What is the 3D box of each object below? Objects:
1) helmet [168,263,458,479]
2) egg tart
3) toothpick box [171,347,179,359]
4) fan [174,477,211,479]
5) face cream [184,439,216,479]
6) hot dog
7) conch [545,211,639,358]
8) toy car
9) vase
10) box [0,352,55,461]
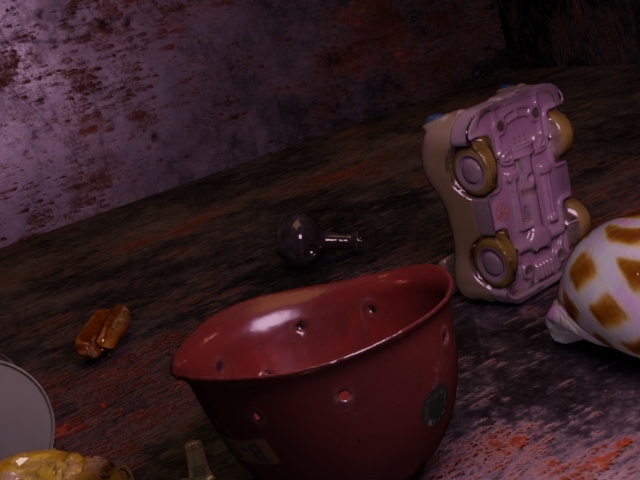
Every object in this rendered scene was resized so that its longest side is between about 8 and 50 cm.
[{"bbox_3d":[0.012,0.190,1.150,0.338,0.230,0.385,-26,11,-35],"label":"helmet"},{"bbox_3d":[-0.374,0.339,1.240,0.279,0.095,0.279,-10,11,2],"label":"egg tart"},{"bbox_3d":[-0.211,0.208,1.633,0.083,0.047,0.047,0,22,42],"label":"toothpick box"},{"bbox_3d":[-0.202,0.339,1.156,0.240,0.009,0.131,-17,32,-35],"label":"fan"},{"bbox_3d":[-0.168,0.305,1.305,0.038,0.020,0.115,-17,17,-9],"label":"face cream"},{"bbox_3d":[-0.430,0.184,1.894,0.092,0.062,0.235,-14,13,5],"label":"hot dog"},{"bbox_3d":[0.462,0.058,1.260,0.368,0.197,0.249,2,5,38],"label":"conch"},{"bbox_3d":[0.291,-0.080,1.620,0.242,0.336,0.226,-26,17,-32],"label":"toy car"},{"bbox_3d":[0.000,0.000,2.054,0.183,0.120,0.120,1,18,5],"label":"vase"},{"bbox_3d":[-0.519,0.268,1.386,0.226,0.226,0.149,-24,18,-28],"label":"box"}]
